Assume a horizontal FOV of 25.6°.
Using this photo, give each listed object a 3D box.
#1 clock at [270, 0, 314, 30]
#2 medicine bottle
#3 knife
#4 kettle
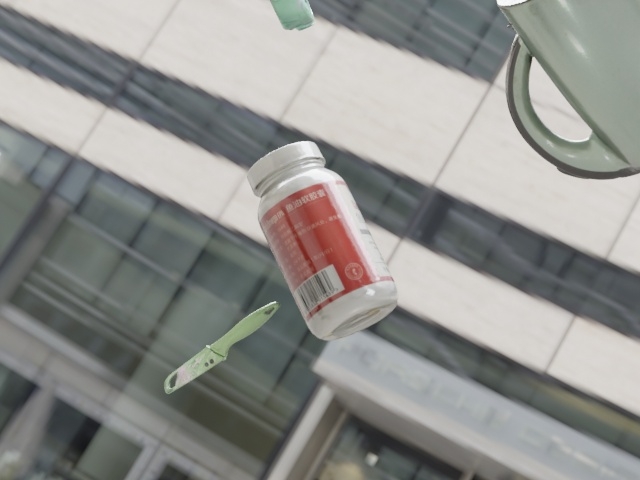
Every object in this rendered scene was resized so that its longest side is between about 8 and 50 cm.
[{"bbox_3d":[-0.042,-0.298,1.703,0.135,0.041,0.101,43,23,-80],"label":"clock"},{"bbox_3d":[0.000,0.000,1.881,0.131,0.131,0.250,87,-21,-72],"label":"medicine bottle"},{"bbox_3d":[-0.131,0.143,1.873,0.030,0.207,0.014,56,18,7],"label":"knife"},{"bbox_3d":[0.284,-0.176,1.408,0.236,0.221,0.161,50,21,-17],"label":"kettle"}]
